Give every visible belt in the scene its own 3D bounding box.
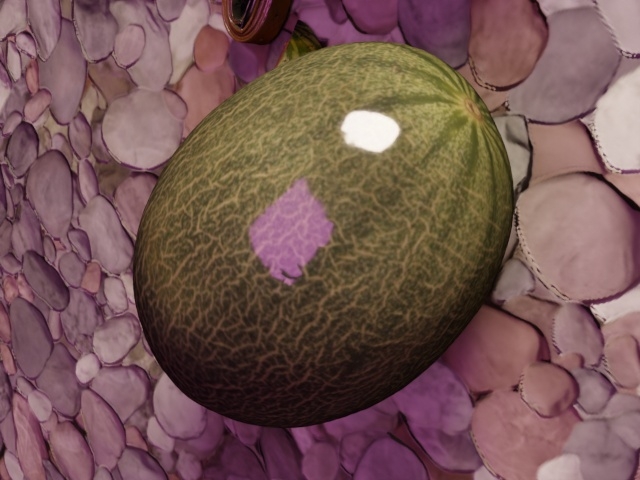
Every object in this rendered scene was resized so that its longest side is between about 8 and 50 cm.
[{"bbox_3d":[-0.057,-0.213,0.728,0.059,0.036,0.083,32,114,28],"label":"belt"}]

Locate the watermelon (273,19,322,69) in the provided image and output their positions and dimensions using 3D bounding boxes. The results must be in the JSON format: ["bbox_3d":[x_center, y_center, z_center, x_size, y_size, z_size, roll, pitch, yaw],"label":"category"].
[{"bbox_3d":[-0.026,-0.095,0.724,0.069,0.087,0.163,21,117,-9],"label":"watermelon"}]

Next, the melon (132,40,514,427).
[{"bbox_3d":[0.000,0.000,0.600,0.301,0.237,0.237,-44,73,32],"label":"melon"}]
